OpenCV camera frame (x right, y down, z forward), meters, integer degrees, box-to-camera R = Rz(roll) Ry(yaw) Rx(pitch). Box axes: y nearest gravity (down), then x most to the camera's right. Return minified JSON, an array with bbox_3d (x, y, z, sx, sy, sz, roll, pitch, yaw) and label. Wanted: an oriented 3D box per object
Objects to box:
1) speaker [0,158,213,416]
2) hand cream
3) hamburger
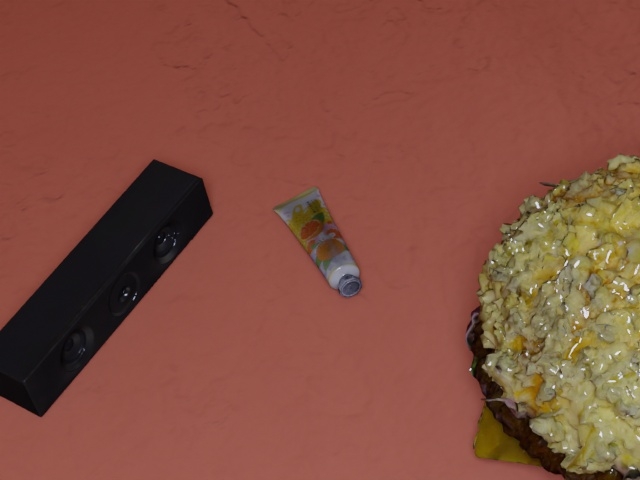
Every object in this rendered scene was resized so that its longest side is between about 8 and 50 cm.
[{"bbox_3d":[-0.147,0.028,1.065,0.046,0.040,0.191,22,58,27],"label":"speaker"},{"bbox_3d":[0.000,0.000,1.076,0.035,0.022,0.102,-28,47,-3],"label":"hand cream"},{"bbox_3d":[0.207,0.039,0.929,0.243,0.138,0.261,10,54,18],"label":"hamburger"}]
